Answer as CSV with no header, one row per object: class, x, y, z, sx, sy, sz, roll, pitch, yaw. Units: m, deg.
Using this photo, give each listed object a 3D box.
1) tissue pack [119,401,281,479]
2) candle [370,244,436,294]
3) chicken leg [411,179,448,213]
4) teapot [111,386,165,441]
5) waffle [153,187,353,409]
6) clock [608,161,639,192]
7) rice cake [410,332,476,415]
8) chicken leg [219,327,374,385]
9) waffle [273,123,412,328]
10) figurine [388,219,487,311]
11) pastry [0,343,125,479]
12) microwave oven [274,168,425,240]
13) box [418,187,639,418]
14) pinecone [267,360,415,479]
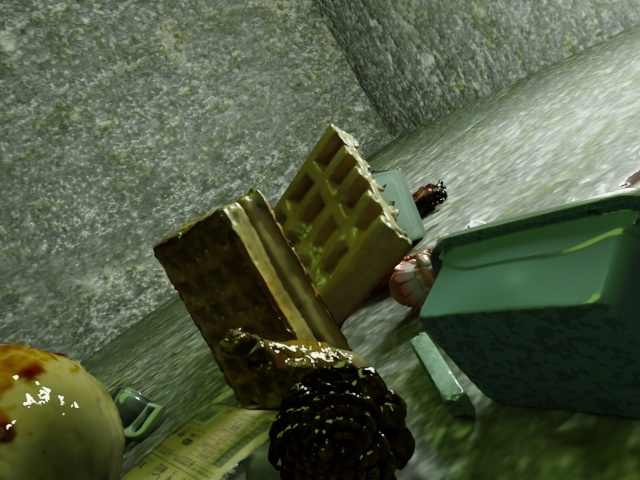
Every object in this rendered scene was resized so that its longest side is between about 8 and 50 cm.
tissue pack,-0.122,0.275,0.600,0.186,0.090,0.222,-37,12,-36
candle,0.125,0.065,0.950,0.329,0.048,0.051,-25,4,32
chicken leg,0.228,-0.077,1.272,0.234,0.063,0.105,-36,6,-9
teapot,-0.382,0.349,1.020,0.124,0.092,0.090,-31,25,45
waffle,-0.098,0.096,0.752,0.213,0.307,0.091,-21,11,43
clock,0.413,-0.031,0.476,0.275,0.080,0.290,-21,14,48
rice cake,0.134,0.149,0.584,0.029,0.033,0.171,-28,10,2
chicken leg,-0.023,0.159,0.600,0.085,0.208,0.101,-25,46,50
waffle,0.000,0.000,0.900,0.304,0.078,0.348,-52,35,23
figurine,0.188,0.049,0.747,0.195,0.111,0.102,-33,-3,38
pastry,-0.507,0.328,0.776,0.389,0.312,0.388,-23,-5,-2
microwave oven,0.039,-0.032,1.151,0.295,0.181,0.238,-22,-3,43
box,0.210,0.060,0.455,0.227,0.162,0.130,-18,28,54
pinecone,0.022,0.185,0.497,0.140,0.140,0.121,-32,-17,2
